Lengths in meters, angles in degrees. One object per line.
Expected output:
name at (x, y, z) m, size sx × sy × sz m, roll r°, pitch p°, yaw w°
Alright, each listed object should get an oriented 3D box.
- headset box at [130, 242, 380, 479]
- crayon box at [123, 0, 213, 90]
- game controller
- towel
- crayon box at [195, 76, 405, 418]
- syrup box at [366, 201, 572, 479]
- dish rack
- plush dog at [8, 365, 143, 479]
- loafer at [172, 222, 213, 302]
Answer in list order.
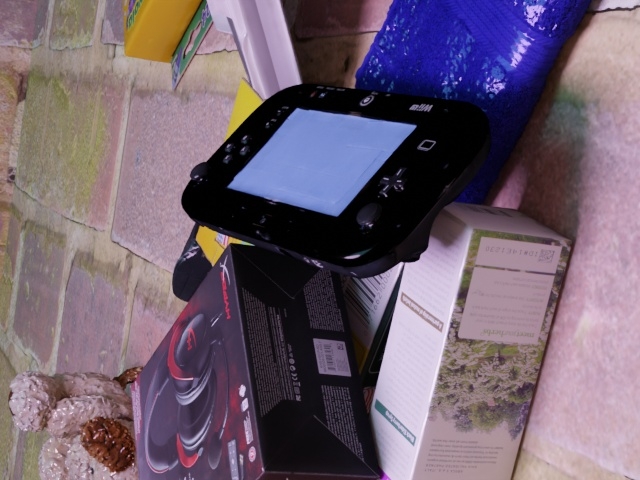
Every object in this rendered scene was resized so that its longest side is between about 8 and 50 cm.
headset box at (-0.077, 0.174, 1.145) m, size 0.293 × 0.110 × 0.218 m, roll -51°, pitch 40°, yaw 46°
crayon box at (-0.239, -0.422, 1.955) m, size 0.203 × 0.083 × 0.323 m, roll 131°, pitch 138°, yaw -53°
game controller at (0.004, -0.059, 1.052) m, size 0.319 × 0.067 × 0.166 m, roll 17°, pitch 70°, yaw 55°
towel at (0.127, -0.192, 1.075) m, size 0.228 × 0.076 × 0.308 m, roll -111°, pitch 36°, yaw -48°
crayon box at (0.000, 0.000, 1.225) m, size 0.318 × 0.081 × 0.202 m, roll 48°, pitch 128°, yaw 42°
syrup box at (0.111, 0.094, 1.012) m, size 0.096 × 0.093 × 0.237 m, roll -141°, pitch 61°, yaw -62°
dish rack at (-0.092, -0.279, 1.433) m, size 0.333 × 0.072 × 0.285 m, roll -111°, pitch 5°, yaw -45°
plush dog at (-0.312, 0.301, 1.865) m, size 0.225 × 0.210 × 0.262 m, roll 48°, pitch 157°, yaw 42°
loafer at (-0.151, 0.010, 1.686) m, size 0.061 × 0.062 × 0.170 m, roll -78°, pitch 14°, yaw -54°
